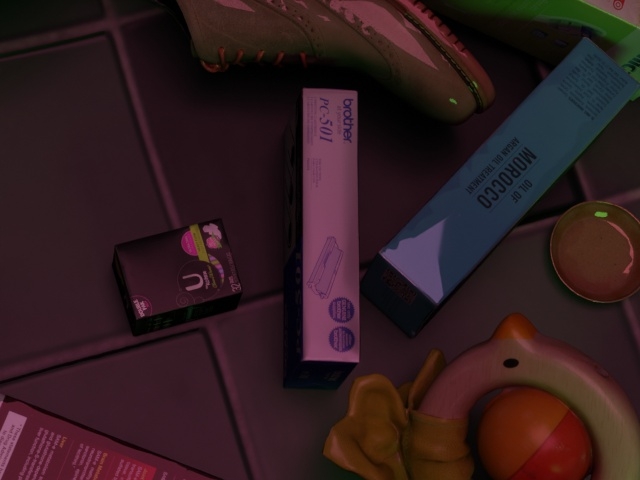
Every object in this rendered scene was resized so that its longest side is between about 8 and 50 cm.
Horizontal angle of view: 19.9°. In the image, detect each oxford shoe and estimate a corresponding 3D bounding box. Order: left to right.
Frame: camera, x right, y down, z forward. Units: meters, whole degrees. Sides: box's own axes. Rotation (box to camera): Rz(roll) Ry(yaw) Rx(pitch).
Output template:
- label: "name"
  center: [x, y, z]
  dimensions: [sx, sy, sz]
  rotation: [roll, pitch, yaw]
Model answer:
- label: "oxford shoe"
  center: [-0.033, -0.167, 1.399]
  dimensions: [0.348, 0.123, 0.130]
  rotation: [31, 77, 10]

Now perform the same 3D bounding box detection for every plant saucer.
- label: "plant saucer"
  center: [0.219, 0.010, 1.433]
  dimensions: [0.083, 0.015, 0.083]
  rotation: [3, 74, -9]

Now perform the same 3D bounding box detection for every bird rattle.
- label: "bird rattle"
  center: [0.133, 0.170, 1.272]
  dimensions: [0.253, 0.143, 0.207]
  rotation: [46, 115, 16]

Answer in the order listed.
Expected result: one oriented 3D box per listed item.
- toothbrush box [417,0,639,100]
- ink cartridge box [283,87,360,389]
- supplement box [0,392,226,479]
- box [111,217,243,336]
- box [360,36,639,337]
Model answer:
- label: "toothbrush box"
  center: [0.177, -0.268, 1.435]
  dimensions: [0.283, 0.122, 0.206]
  rotation: [24, 71, -13]
- label: "ink cartridge box"
  center: [0.000, 0.000, 1.356]
  dimensions: [0.046, 0.097, 0.207]
  rotation: [2, 74, -9]
- label: "supplement box"
  center: [-0.146, 0.210, 1.283]
  dimensions: [0.239, 0.073, 0.130]
  rotation: [22, 73, -2]
- label: "box"
  center: [-0.107, 0.028, 1.354]
  dimensions: [0.083, 0.052, 0.062]
  rotation: [-14, 75, -12]
- label: "box"
  center: [0.135, -0.040, 1.390]
  dimensions: [0.060, 0.100, 0.244]
  rotation: [42, 71, 6]
